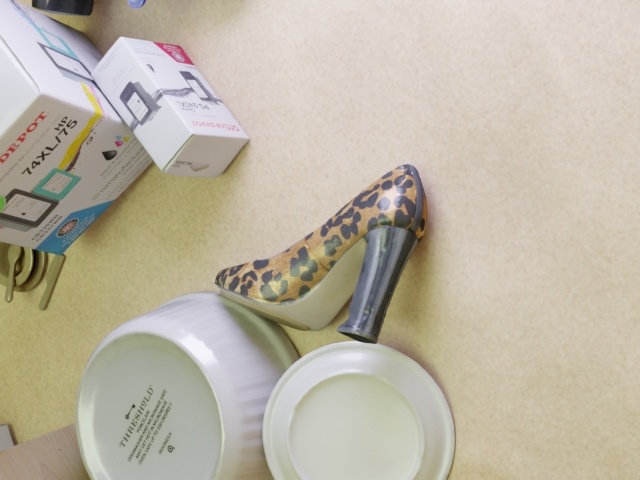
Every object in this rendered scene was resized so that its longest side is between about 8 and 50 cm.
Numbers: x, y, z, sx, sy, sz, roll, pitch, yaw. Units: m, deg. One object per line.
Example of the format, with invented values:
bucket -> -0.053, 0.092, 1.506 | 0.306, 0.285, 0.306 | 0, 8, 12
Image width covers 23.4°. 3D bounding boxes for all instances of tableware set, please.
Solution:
tableware set -> -0.357, -0.026, 1.871 | 0.128, 0.039, 0.194 | 35, 111, 28

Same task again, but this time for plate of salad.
plate of salad -> 0.040, 0.201, 1.591 | 0.200, 0.048, 0.199 | 1, 96, 11

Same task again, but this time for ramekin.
ramekin -> -0.148, 0.196, 1.687 | 0.273, 0.127, 0.272 | 3, 95, 34

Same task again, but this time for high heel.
high heel -> 0.000, 0.000, 1.621 | 0.261, 0.093, 0.186 | 10, 76, 46

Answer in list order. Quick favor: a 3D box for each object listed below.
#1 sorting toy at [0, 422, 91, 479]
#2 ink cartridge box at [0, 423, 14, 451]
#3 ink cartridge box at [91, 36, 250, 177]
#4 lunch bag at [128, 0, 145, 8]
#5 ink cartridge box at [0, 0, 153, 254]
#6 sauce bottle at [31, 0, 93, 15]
sorting toy -> -0.293, 0.355, 1.731 | 0.257, 0.255, 0.089 | 53, 135, 20
ink cartridge box -> -0.471, 0.423, 1.924 | 0.272, 0.130, 0.309 | -28, 77, 34
ink cartridge box -> -0.162, -0.145, 1.686 | 0.063, 0.109, 0.150 | -47, 68, 23
lunch bag -> -0.179, -0.389, 1.634 | 0.221, 0.138, 0.293 | 7, 108, 1
ink cartridge box -> -0.345, -0.132, 1.692 | 0.198, 0.270, 0.197 | -45, 68, 12
sauce bottle -> -0.272, -0.429, 1.746 | 0.111, 0.111, 0.344 | 18, 104, 33
